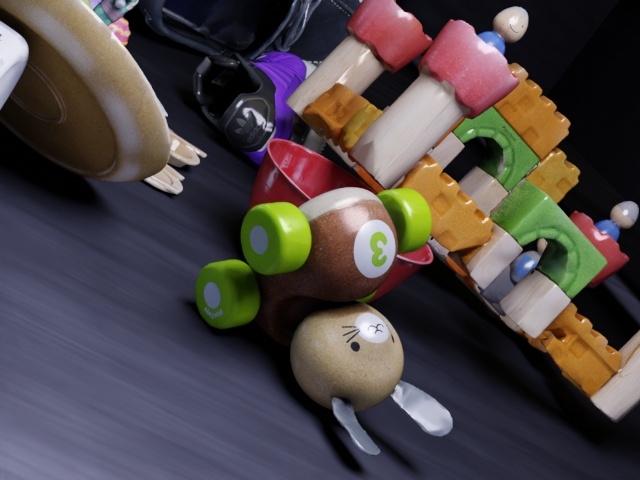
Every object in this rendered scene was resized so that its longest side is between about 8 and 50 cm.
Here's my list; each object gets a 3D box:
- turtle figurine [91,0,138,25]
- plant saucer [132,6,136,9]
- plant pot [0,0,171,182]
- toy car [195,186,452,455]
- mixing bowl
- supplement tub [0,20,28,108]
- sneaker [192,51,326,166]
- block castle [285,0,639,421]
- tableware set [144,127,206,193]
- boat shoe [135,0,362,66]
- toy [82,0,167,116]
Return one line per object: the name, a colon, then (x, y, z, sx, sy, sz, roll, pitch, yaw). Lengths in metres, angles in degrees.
turtle figurine: (-0.264, -0.229, 1.261, 0.175, 0.118, 0.234, 15, 35, -3)
plant saucer: (-0.273, -0.318, 1.701, 0.083, 0.015, 0.083, 33, 15, -10)
plant pot: (-0.215, -0.125, 1.002, 0.236, 0.032, 0.236, 31, -26, 17)
toy car: (0.025, 0.070, 0.990, 0.155, 0.149, 0.188, -8, 61, -41)
mixing bowl: (0.000, 0.000, 1.188, 0.181, 0.098, 0.181, 34, 16, -11)
supplement tub: (-0.308, -0.142, 0.904, 0.190, 0.117, 0.117, 35, 15, -7)
sneaker: (-0.080, -0.176, 1.534, 0.146, 0.102, 0.293, 30, 16, -21)
block castle: (0.203, -0.054, 1.356, 0.453, 0.213, 0.303, 44, 1, -25)
tableware set: (-0.178, -0.100, 1.251, 0.141, 0.020, 0.168, 35, 16, -3)
boat shoe: (-0.089, -0.306, 1.768, 0.500, 0.187, 0.156, 14, 36, -54)
toy: (-0.244, -0.225, 1.411, 0.137, 0.056, 0.237, 25, 18, -39)
